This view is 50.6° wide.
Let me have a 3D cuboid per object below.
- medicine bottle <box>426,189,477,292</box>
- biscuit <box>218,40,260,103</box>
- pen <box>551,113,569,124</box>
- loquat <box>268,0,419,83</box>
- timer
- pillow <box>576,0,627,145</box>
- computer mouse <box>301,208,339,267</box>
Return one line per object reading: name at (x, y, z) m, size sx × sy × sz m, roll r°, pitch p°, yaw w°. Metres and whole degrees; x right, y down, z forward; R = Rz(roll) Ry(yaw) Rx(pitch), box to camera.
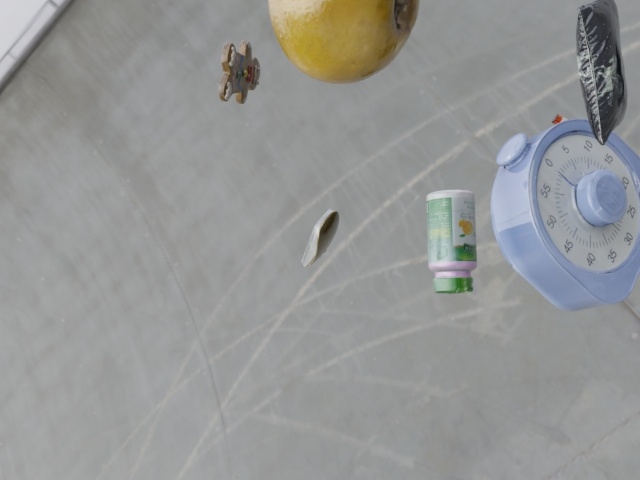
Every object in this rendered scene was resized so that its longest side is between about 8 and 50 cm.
medicine bottle at (0.355, 0.006, 1.836) m, size 0.133 × 0.133 × 0.275 m, roll -8°, pitch 81°, yaw 60°
biscuit at (-0.171, -0.372, 1.501) m, size 0.205 × 0.031 × 0.138 m, roll -37°, pitch -45°, yaw -73°
pen at (0.666, -0.237, 1.632) m, size 0.028 × 0.239 × 0.028 m, roll -62°, pitch 1°, yaw 2°
loquat at (0.033, -0.416, 1.210) m, size 0.275 × 0.275 × 0.275 m, roll -41°, pitch 22°, yaw 21°
timer at (0.526, -0.078, 1.410) m, size 0.395 × 0.395 × 0.173 m, roll -59°, pitch 15°, yaw -23°
pillow at (0.435, -0.264, 1.043) m, size 0.055 × 0.209 × 0.141 m, roll -1°, pitch 23°, yaw 37°
computer mouse at (0.002, 0.001, 1.717) m, size 0.102 × 0.044 × 0.199 m, roll -50°, pitch -11°, yaw -35°
